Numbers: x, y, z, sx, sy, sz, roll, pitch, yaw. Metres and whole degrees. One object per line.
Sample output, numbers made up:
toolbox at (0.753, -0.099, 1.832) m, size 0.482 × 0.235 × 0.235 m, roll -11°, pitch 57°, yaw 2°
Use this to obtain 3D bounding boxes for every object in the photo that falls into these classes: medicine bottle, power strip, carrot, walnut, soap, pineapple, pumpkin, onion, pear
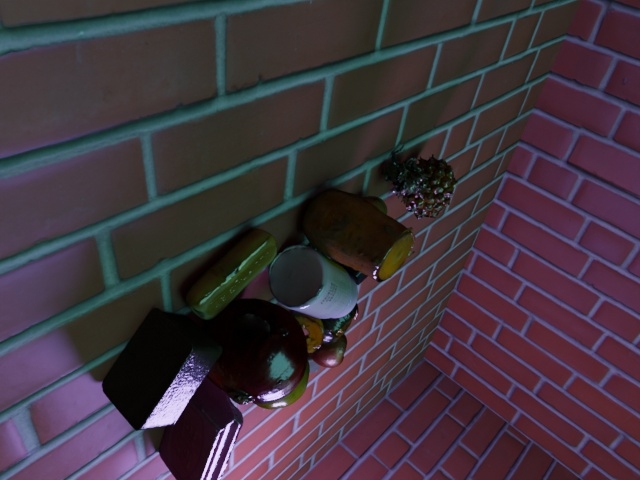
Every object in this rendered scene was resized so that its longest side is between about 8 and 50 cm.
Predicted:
medicine bottle at (-0.011, 0.161, 1.806) m, size 0.214 × 0.213 × 0.378 m, roll -54°, pitch 153°, yaw 0°
power strip at (-0.076, 0.563, 2.339) m, size 0.093 × 0.053 × 0.288 m, roll -57°, pitch 153°, yaw 8°
carrot at (0.110, -0.021, 1.648) m, size 0.224 × 0.340 × 0.224 m, roll -39°, pitch 149°, yaw -29°
walnut at (0.168, -0.077, 1.903) m, size 0.144 × 0.144 × 0.180 m, roll -25°, pitch 146°, yaw -43°
soap at (-0.402, 0.655, 1.731) m, size 0.128 × 0.233 × 0.360 m, roll -13°, pitch 132°, yaw -50°
pineapple at (0.351, -0.229, 1.969) m, size 0.271 × 0.262 × 0.263 m, roll 12°, pitch 112°, yaw -47°
pumpkin at (0.050, 0.317, 2.144) m, size 0.238 × 0.159 × 0.238 m, roll -45°, pitch 168°, yaw -12°
onion at (-0.195, 0.320, 1.545) m, size 0.341 × 0.341 × 0.341 m, roll -38°, pitch 149°, yaw -28°
pear at (-0.166, 0.493, 1.918) m, size 0.253 × 0.252 × 0.307 m, roll -59°, pitch 164°, yaw 10°

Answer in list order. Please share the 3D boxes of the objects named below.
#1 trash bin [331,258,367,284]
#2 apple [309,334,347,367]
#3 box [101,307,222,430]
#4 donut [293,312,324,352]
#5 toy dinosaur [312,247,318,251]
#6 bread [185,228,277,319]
trash bin at (0.168, 0.038, 2.010) m, size 0.225 × 0.165 × 0.115 m, roll -44°, pitch 152°, yaw -14°
apple at (0.034, 0.476, 2.283) m, size 0.160 × 0.173 × 0.195 m, roll -31°, pitch 142°, yaw -41°
box at (-0.426, 0.343, 1.389) m, size 0.273 × 0.184 × 0.143 m, roll -56°, pitch 154°, yaw 2°
donut at (-0.061, 0.356, 2.025) m, size 0.178 × 0.162 × 0.065 m, roll -61°, pitch 178°, yaw 32°
toy dinosaur at (0.000, 0.000, 1.823) m, size 0.132 × 0.059 × 0.096 m, roll -47°, pitch 141°, yaw -25°
bread at (-0.253, 0.091, 1.471) m, size 0.305 × 0.091 × 0.142 m, roll -45°, pitch 159°, yaw -18°
